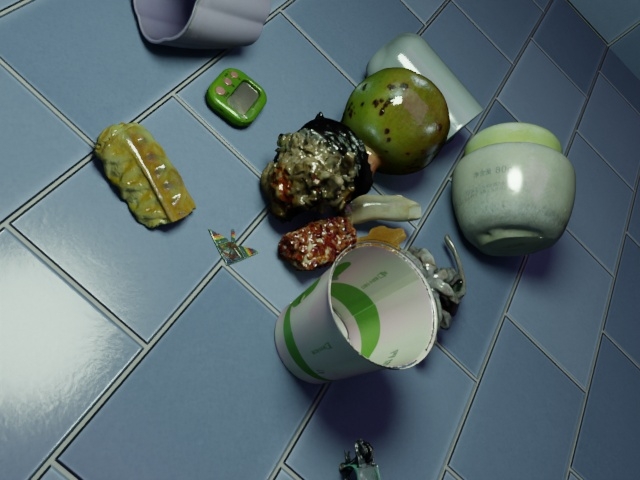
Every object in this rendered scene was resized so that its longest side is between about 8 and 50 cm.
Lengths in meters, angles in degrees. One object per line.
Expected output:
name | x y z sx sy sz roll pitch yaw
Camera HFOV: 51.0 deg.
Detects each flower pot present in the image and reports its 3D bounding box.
flower pot | -0.255 -0.561 1.541 0.243 0.265 0.265 -1 66 -46

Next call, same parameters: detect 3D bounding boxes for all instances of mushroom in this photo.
mushroom | 0.143 -0.072 1.614 0.209 0.071 0.084 -2 73 -6

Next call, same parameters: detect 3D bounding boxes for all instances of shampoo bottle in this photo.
shampoo bottle | 0.511 -0.129 1.790 0.322 0.322 0.317 22 61 -25

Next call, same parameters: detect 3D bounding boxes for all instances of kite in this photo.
kite | -0.187 0.015 1.419 0.122 0.004 0.090 22 54 -25

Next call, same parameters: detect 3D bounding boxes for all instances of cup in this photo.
cup | 0.056 0.164 1.330 0.253 0.274 0.253 16 59 -28
cup | 0.279 -0.410 1.865 0.312 0.205 0.205 51 47 2

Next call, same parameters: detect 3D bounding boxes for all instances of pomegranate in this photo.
pomegranate | 0.152 -0.279 1.680 0.323 0.291 0.291 -31 84 -7

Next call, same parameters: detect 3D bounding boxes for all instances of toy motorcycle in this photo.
toy motorcycle | 0.081 0.473 1.291 0.058 0.100 0.173 4 65 -35

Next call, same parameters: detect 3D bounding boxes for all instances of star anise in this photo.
star anise | 0.238 0.094 1.593 0.315 0.139 0.360 16 48 -28

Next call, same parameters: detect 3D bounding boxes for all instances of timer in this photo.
timer | -0.198 -0.336 1.582 0.128 0.047 0.140 38 49 -11

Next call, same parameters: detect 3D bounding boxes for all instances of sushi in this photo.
sushi | -0.025 -0.154 1.484 0.218 0.238 0.225 -24 63 -36

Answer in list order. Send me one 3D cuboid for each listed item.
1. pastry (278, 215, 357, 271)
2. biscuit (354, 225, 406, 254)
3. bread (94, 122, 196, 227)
pastry | 0.001 0.002 1.504 0.208 0.097 0.115 -20 88 -42
biscuit | 0.123 0.026 1.561 0.184 0.133 0.027 -53 134 -42
bread | -0.349 -0.134 1.338 0.128 0.088 0.232 -37 94 -35
